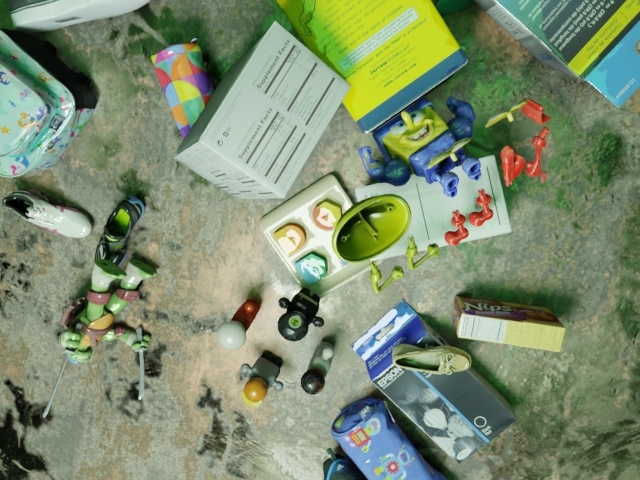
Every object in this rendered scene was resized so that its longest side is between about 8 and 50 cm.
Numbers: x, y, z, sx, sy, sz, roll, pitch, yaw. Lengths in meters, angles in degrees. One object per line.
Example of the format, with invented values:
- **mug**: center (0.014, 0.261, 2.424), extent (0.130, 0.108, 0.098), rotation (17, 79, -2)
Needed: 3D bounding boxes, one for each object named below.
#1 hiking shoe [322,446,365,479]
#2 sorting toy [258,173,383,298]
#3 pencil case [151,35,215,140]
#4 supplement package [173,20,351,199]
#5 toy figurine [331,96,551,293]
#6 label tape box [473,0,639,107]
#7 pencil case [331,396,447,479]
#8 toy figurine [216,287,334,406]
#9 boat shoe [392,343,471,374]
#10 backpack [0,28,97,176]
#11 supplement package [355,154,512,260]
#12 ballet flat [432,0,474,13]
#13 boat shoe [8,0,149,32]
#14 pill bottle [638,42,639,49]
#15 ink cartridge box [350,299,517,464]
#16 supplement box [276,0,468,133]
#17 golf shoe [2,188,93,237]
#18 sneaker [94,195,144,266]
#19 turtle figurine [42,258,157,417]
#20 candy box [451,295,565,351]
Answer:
- **hiking shoe**: center (0.059, 0.606, 1.115), extent (0.113, 0.132, 0.304), rotation (-12, 123, -25)
- **sorting toy**: center (0.000, 0.000, 1.009), extent (0.193, 0.038, 0.208), rotation (-31, 96, 14)
- **pencil case**: center (-0.238, -0.264, 0.955), extent (0.104, 0.104, 0.237), rotation (-15, 101, 12)
- **supplement package**: center (-0.108, -0.189, 0.801), extent (0.145, 0.262, 0.204), rotation (33, 80, -23)
- **toy figurine**: center (0.153, -0.117, 0.803), extent (0.362, 0.217, 0.191), rotation (-36, 136, 3)
- **label tape box**: center (0.406, -0.404, 0.759), extent (0.333, 0.106, 0.241), rotation (40, 106, -5)
- **pencil case**: center (0.158, 0.471, 1.052), extent (0.133, 0.119, 0.306), rotation (-39, 94, -5)
- **toy figurine**: center (-0.084, 0.218, 1.002), extent (0.212, 0.148, 0.210), rotation (-11, 106, 16)
- **boat shoe**: center (0.216, 0.234, 0.959), extent (0.152, 0.048, 0.056), rotation (8, 103, 6)
- **backpack**: center (-0.606, -0.253, 0.973), extent (0.225, 0.191, 0.253), rotation (42, 112, -8)
- **supplement package**: center (0.200, -0.054, 0.905), extent (0.243, 0.134, 0.139), rotation (-12, 88, 11)
- **ballet flat**: center (0.288, -0.465, 0.853), extent (0.213, 0.072, 0.068), rotation (-21, 71, 12)
- **boat shoe**: center (-0.464, -0.479, 0.941), extent (0.301, 0.108, 0.102), rotation (-5, 104, 17)
- **pill bottle**: center (0.634, -0.373, 0.784), extent (0.221, 0.121, 0.121), rotation (-13, 100, 12)
- **ink cartridge box**: center (0.230, 0.296, 1.030), extent (0.332, 0.065, 0.165), rotation (43, 106, -2)
- **supplement box**: center (0.060, -0.382, 0.832), extent (0.195, 0.194, 0.357), rotation (-33, 96, 14)
- **golf shoe**: center (-0.587, -0.050, 1.064), extent (0.186, 0.086, 0.068), rotation (23, 104, 2)
- **sneaker**: center (-0.441, -0.010, 1.053), extent (0.067, 0.078, 0.188), rotation (32, 108, 0)
- **turtle figurine**: center (-0.436, 0.188, 1.042), extent (0.197, 0.274, 0.266), rotation (19, 104, -32)
- **candy box**: center (0.356, 0.158, 0.954), extent (0.186, 0.109, 0.053), rotation (8, 104, 7)
